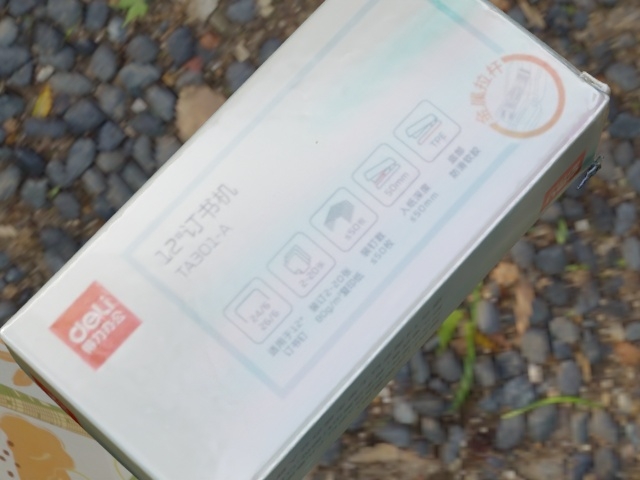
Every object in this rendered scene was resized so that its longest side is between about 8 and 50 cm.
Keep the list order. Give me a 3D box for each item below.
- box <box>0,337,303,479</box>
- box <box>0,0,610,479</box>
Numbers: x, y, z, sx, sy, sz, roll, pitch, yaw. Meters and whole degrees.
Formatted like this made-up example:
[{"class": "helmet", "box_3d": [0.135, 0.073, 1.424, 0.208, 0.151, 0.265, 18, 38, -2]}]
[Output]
[{"class": "box", "box_3d": [-0.137, 0.213, 1.052, 0.385, 0.344, 0.122, 28, 105, -34]}, {"class": "box", "box_3d": [0.000, 0.000, 0.768, 0.135, 0.079, 0.269, 40, 77, 14]}]
